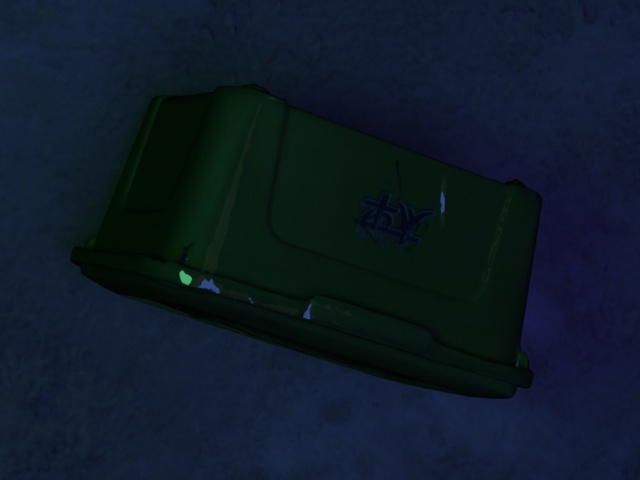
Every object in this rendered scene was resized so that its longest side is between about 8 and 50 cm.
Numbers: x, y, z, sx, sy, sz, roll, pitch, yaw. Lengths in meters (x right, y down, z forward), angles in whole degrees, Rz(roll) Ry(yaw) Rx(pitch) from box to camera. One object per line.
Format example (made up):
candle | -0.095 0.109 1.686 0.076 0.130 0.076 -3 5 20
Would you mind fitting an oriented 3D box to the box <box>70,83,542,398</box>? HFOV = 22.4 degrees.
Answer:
box | 0.000 0.000 1.261 0.328 0.253 0.178 20 81 -25
